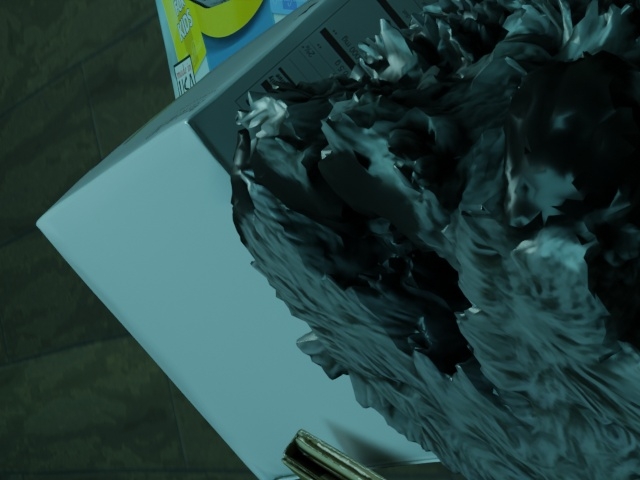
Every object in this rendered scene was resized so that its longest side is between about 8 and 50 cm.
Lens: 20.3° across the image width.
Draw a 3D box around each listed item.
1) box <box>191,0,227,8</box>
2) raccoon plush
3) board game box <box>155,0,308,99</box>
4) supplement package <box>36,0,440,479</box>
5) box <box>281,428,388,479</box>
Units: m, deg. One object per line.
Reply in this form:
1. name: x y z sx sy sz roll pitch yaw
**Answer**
1. box: -0.008 -0.237 0.911 0.045 0.190 0.184 17 -124 -69
2. raccoon plush: 0.161 -0.017 0.704 0.216 0.299 0.446 14 144 47
3. board game box: -0.039 -0.242 1.073 0.254 0.079 0.336 -18 84 65
4. supplement package: 0.000 0.000 0.920 0.204 0.145 0.262 50 155 -8
5. box: 0.085 0.177 0.876 0.164 0.021 0.201 25 163 48
